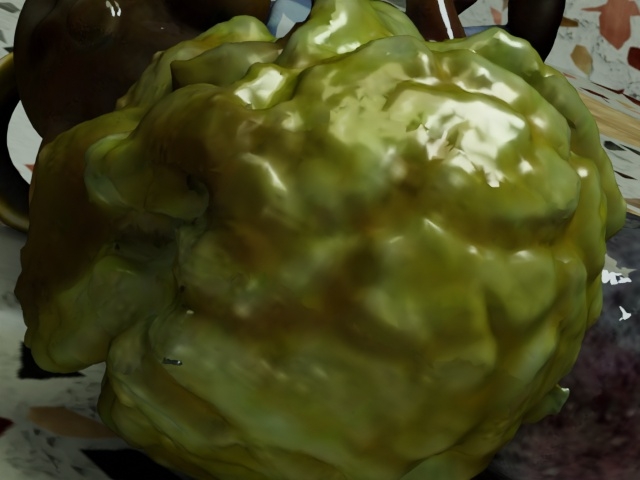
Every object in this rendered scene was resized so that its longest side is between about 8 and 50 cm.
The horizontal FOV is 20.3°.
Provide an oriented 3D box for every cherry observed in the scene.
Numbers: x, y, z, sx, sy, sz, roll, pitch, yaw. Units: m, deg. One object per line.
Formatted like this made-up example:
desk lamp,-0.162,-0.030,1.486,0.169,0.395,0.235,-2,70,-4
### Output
cherry,0.157,0.069,1.021,0.195,0.195,0.195,19,15,-5

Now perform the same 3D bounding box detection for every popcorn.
popcorn,0.009,0.003,0.865,0.247,0.282,0.282,50,1,-28

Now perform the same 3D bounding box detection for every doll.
doll,-0.032,-0.085,1.109,0.340,0.318,0.209,15,30,-35
